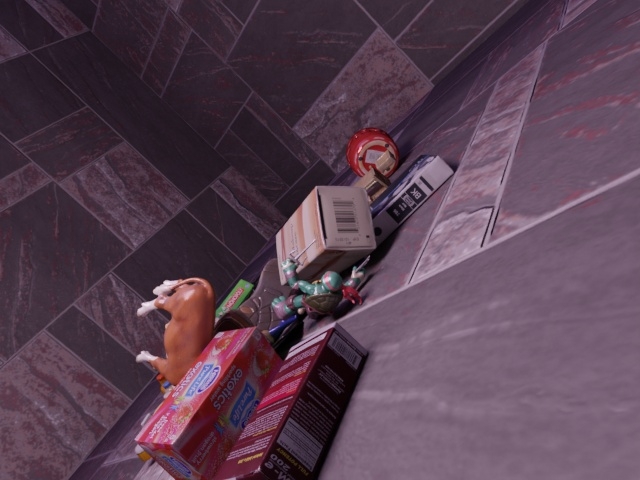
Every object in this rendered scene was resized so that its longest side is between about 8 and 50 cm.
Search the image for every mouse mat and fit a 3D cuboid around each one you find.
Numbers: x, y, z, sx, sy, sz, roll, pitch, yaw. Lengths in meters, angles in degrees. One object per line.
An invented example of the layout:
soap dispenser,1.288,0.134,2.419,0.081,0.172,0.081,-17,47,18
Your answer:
mouse mat,-0.123,0.257,1.033,0.189,0.007,0.152,-42,-7,9

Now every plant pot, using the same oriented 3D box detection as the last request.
plant pot,0.194,-0.310,1.664,0.191,0.191,0.174,-44,17,15

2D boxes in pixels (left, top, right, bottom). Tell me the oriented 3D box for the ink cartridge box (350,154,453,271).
ink cartridge box,0.168,-0.074,1.118,0.333,0.065,0.165,-46,9,7

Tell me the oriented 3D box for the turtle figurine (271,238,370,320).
turtle figurine,-0.005,0.095,0.914,0.234,0.175,0.118,130,154,-49

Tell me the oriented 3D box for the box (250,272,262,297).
box,-0.245,0.208,1.736,0.147,0.077,0.180,-38,12,45

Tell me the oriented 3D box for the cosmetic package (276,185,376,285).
cosmetic package,0.000,0.000,1.075,0.296,0.129,0.153,135,130,-59

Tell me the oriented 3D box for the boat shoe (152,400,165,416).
boat shoe,-0.452,0.515,1.396,0.072,0.068,0.190,-23,21,29

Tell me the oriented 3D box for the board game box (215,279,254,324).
board game box,-0.287,0.291,1.285,0.213,0.046,0.317,-61,-6,-59

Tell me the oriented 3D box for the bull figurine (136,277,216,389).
bull figurine,-0.292,0.228,0.950,0.101,0.188,0.311,7,-90,-66

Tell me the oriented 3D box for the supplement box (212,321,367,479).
supplement box,-0.035,0.238,0.626,0.130,0.073,0.239,-39,10,43

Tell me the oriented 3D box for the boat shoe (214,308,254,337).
boat shoe,-0.246,0.302,1.048,0.325,0.123,0.116,-64,-10,26

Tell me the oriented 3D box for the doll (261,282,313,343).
doll,-0.060,0.175,1.115,0.189,0.046,0.129,-42,-2,-14

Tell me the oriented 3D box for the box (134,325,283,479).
box,-0.184,0.294,0.821,0.122,0.128,0.257,-16,26,38

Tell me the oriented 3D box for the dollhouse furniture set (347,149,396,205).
dollhouse furniture set,0.186,-0.146,1.372,0.182,0.101,0.161,-41,35,27

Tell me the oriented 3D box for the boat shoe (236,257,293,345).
boat shoe,-0.153,0.209,1.248,0.130,0.132,0.355,106,-169,-47

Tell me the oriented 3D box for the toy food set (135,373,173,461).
toy food set,-0.446,0.480,1.263,0.111,0.105,0.232,-18,22,20
